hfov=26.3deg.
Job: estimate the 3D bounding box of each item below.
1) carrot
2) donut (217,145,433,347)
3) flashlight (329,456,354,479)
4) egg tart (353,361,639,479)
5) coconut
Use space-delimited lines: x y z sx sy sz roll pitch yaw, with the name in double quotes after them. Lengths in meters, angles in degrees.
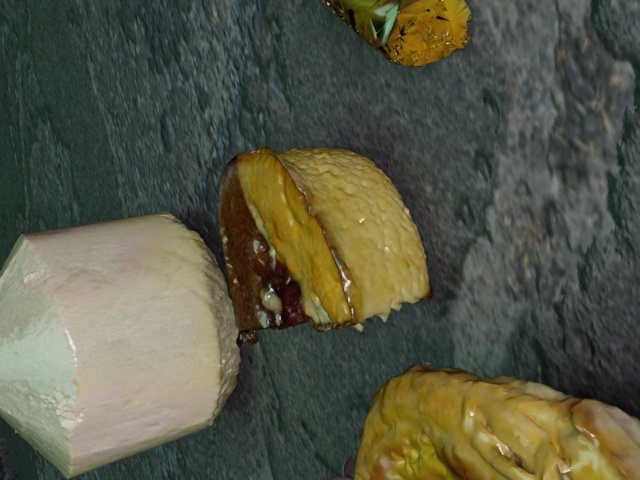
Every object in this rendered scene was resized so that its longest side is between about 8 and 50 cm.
0.010 -0.181 0.819 0.229 0.069 0.069 55 151 39 "carrot"
0.000 0.000 0.932 0.217 0.085 0.141 -3 101 67 "donut"
0.024 0.229 1.096 0.031 0.052 0.110 7 122 29 "flashlight"
0.136 0.208 0.672 0.341 0.129 0.341 45 143 50 "egg tart"
-0.217 0.097 1.316 0.239 0.244 0.239 49 147 47 "coconut"
